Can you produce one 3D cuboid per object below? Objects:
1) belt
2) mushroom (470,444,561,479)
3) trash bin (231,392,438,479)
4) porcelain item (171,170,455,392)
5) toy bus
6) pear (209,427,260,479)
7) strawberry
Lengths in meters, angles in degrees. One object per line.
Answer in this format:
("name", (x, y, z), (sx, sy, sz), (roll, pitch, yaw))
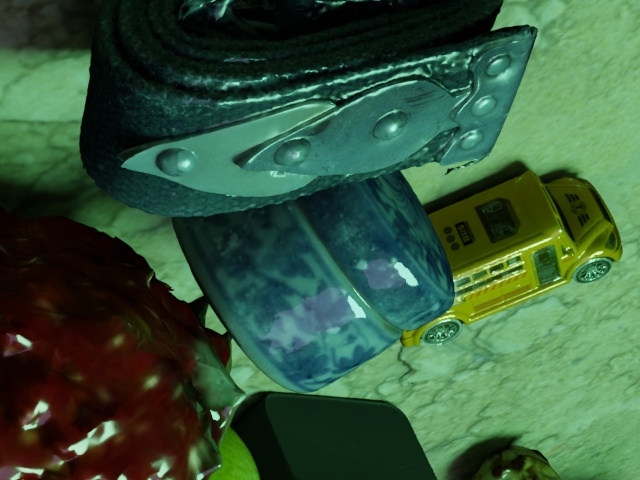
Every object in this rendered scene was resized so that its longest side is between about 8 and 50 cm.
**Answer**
("belt", (-0.012, -0.097, 0.815), (0.218, 0.122, 0.128), (-16, 146, -24))
("mushroom", (0.211, 0.303, 1.499), (0.267, 0.267, 0.254), (7, 103, -39))
("trash bin", (-0.038, 0.224, 1.288), (0.165, 0.115, 0.225), (11, 131, -40))
("porcelain item", (0.000, 0.000, 0.939), (0.114, 0.147, 0.147), (-31, 147, 12))
("toy bus", (0.114, 0.005, 1.094), (0.162, 0.069, 0.074), (-23, 146, 1))
("pear", (-0.115, 0.203, 1.101), (0.166, 0.216, 0.180), (21, 107, -24))
("strawberry", (-0.220, 0.092, 0.870), (0.343, 0.292, 0.292), (27, 126, -23))
